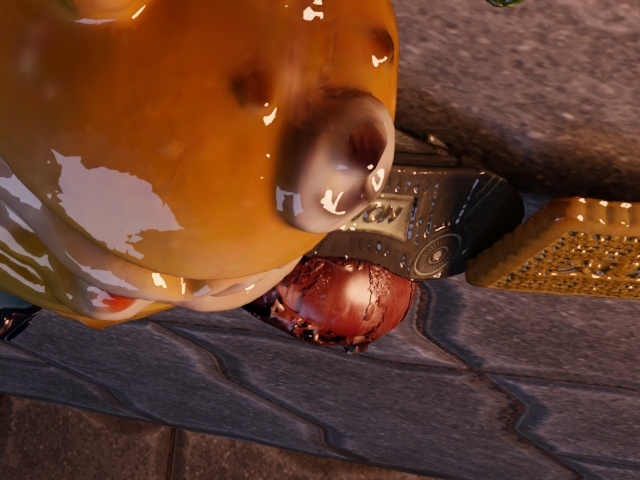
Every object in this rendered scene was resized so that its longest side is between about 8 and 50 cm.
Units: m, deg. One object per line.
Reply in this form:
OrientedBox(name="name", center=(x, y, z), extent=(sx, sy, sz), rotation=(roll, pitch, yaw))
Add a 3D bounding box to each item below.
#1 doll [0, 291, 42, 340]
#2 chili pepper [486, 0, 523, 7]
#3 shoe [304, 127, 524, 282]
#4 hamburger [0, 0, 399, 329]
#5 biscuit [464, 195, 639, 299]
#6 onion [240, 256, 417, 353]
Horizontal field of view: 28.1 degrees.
OrientedBox(name="doll", center=(-0.379, -0.029, 1.153), extent=(0.310, 0.240, 0.284), rotation=(41, -168, -30))
OrientedBox(name="chili pepper", center=(0.115, -0.148, 0.712), extent=(0.027, 0.022, 0.083), rotation=(-15, 171, -20))
OrientedBox(name="shoe", center=(0.028, -0.057, 0.969), extent=(0.293, 0.109, 0.149), rotation=(7, -147, -48))
OrientedBox(name="hamburger", center=(-0.076, -0.097, 0.658), extent=(0.276, 0.276, 0.237), rotation=(24, 150, -28))
OrientedBox(name="biscuit", center=(0.255, 0.015, 0.979), extent=(0.254, 0.029, 0.172), rotation=(4, 160, -17))
OrientedBox(name="onion", center=(0.000, 0.000, 1.073), extent=(0.184, 0.184, 0.147), rotation=(15, 126, 0))
